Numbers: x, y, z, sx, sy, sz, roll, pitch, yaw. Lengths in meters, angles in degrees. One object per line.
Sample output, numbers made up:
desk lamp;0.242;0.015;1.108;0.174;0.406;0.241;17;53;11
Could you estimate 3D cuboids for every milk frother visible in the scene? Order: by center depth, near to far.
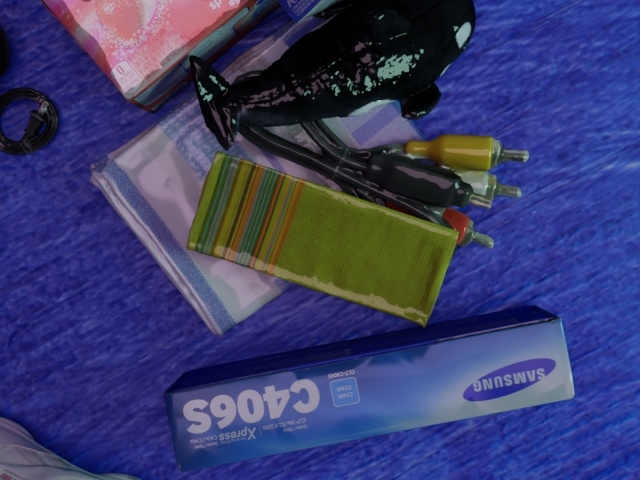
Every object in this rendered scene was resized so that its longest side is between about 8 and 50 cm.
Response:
milk frother;-0.325;-0.127;1.266;0.143;0.135;0.129;18;122;3

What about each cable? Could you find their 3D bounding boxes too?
cable;0.043;-0.065;1.290;0.287;0.072;0.140;21;111;5

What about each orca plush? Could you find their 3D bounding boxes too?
orca plush;0.024;-0.184;1.224;0.287;0.102;0.151;-11;62;-17

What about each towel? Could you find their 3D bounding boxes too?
towel;0.000;0.000;1.268;0.237;0.021;0.102;18;113;2
towel;-0.051;-0.068;1.315;0.285;0.034;0.209;-36;91;1

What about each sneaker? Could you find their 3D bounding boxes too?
sneaker;-0.276;0.239;1.266;0.305;0.152;0.114;15;93;2

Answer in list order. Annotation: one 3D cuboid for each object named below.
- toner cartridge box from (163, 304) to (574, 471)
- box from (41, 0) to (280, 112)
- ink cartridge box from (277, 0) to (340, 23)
toner cartridge box;0.042;0.130;1.252;0.347;0.165;0.075;-11;92;2
box;-0.096;-0.266;1.252;0.300;0.154;0.142;-40;90;2
ink cartridge box;0.043;-0.260;1.214;0.097;0.207;0.046;-39;90;36
